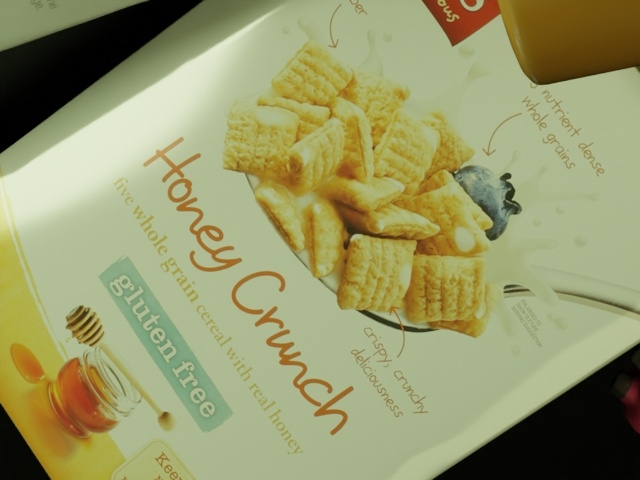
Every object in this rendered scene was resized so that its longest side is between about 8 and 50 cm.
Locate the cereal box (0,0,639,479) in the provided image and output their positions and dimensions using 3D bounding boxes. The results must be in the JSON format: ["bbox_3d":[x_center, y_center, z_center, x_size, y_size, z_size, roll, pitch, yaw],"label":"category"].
[{"bbox_3d":[0.000,0.000,0.612,0.240,0.047,0.173,-36,85,14],"label":"cereal box"}]

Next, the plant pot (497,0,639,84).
[{"bbox_3d":[0.127,-0.155,0.459,0.188,0.205,0.205,-9,130,11],"label":"plant pot"}]

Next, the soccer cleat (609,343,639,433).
[{"bbox_3d":[0.215,-0.014,0.624,0.143,0.116,0.331,26,137,0],"label":"soccer cleat"}]

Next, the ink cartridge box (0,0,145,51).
[{"bbox_3d":[-0.125,-0.130,0.529,0.332,0.065,0.165,-18,129,0],"label":"ink cartridge box"}]
